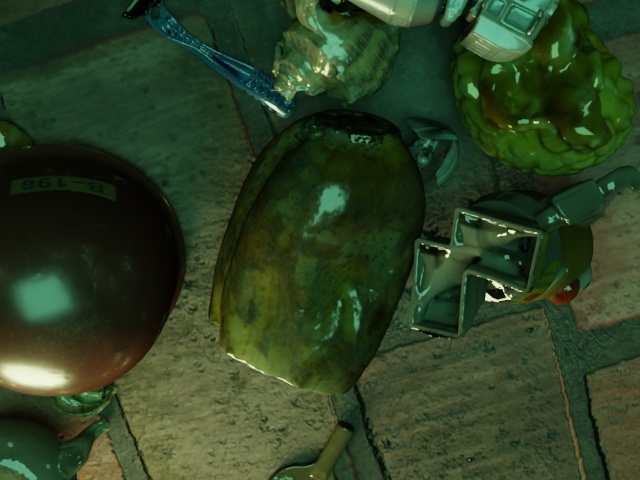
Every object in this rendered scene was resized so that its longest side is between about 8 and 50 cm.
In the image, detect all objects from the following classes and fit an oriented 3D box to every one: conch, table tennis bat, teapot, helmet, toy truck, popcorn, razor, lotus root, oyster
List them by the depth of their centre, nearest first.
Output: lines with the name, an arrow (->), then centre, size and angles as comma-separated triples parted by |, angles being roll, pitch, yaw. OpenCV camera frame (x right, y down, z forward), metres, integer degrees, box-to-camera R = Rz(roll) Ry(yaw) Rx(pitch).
toy truck -> 0.134, -0.287, 1.110 | 0.257, 0.108, 0.140 | 28, 90, -4
popcorn -> 0.281, -0.188, 1.237 | 0.206, 0.251, 0.237 | -24, 108, -2
conch -> 0.027, -0.297, 1.244 | 0.291, 0.159, 0.210 | -53, 123, -23
helmet -> -0.353, 0.064, 1.259 | 0.385, 0.230, 0.337 | 7, 108, -17
lotus root -> 0.000, 0.000, 1.275 | 0.250, 0.250, 0.346 | 16, 111, -7
razor -> -0.138, -0.245, 1.308 | 0.253, 0.042, 0.082 | 34, 60, -12
teapot -> -0.442, 0.341, 1.405 | 0.294, 0.129, 0.193 | -25, 105, 6
oyster -> -0.346, 0.222, 1.434 | 0.083, 0.038, 0.081 | 40, 73, 16
table tennis bat -> -0.013, 0.373, 1.489 | 0.131, 0.022, 0.234 | 27, 104, -8

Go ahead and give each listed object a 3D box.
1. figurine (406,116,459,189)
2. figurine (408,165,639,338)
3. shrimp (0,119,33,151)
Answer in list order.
figurine -> 0.145, -0.115, 1.329 | 0.082, 0.094, 0.086 | 16, 110, 5
figurine -> 0.256, 0.015, 1.286 | 0.342, 0.285, 0.167 | -15, 89, 36
shrimp -> -0.468, -0.055, 1.345 | 0.133, 0.053, 0.236 | 30, 98, -30
